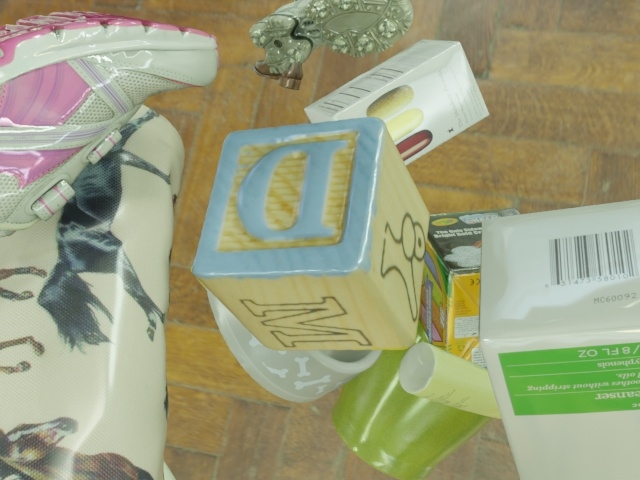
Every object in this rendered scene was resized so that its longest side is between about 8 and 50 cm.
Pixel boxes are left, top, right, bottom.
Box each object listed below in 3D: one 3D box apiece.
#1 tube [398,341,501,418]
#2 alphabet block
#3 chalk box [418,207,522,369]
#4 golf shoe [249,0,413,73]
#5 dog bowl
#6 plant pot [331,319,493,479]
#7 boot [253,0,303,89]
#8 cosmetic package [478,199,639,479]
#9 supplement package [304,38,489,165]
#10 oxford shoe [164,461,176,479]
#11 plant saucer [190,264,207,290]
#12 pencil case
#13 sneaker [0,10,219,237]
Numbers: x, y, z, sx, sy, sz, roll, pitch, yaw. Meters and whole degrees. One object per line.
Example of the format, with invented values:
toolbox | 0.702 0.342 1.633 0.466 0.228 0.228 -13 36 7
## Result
tube | 0.200 0.185 1.112 0.062 0.240 0.070 -57 35 14
alphabet block | 0.000 0.000 1.031 0.193 0.197 0.192 -1 59 23
chalk box | 0.249 0.063 1.464 0.180 0.289 0.179 -5 112 -5
golf shoe | 0.017 -0.211 0.853 0.176 0.069 0.086 0 39 39
dog bowl | -0.021 0.065 1.415 0.102 0.349 0.349 -22 67 32
plant pot | 0.205 0.264 1.813 0.366 0.366 0.353 37 109 21
boot | -0.038 -0.246 1.111 0.106 0.037 0.114 35 116 51
cosmetic package | 0.274 0.145 0.861 0.197 0.365 0.155 -8 41 18
supplement package | 0.122 -0.208 1.508 0.244 0.134 0.139 -32 112 -11
oxford shoe | -0.302 0.157 0.868 0.169 0.449 0.130 -12 37 45
plant saucer | -0.149 0.083 1.800 0.188 0.188 0.045 50 54 1
pencil case | -0.174 0.084 0.647 0.160 0.183 0.410 2 64 -13
sneaker | -0.174 -0.065 0.537 0.252 0.111 0.103 -19 23 -20
